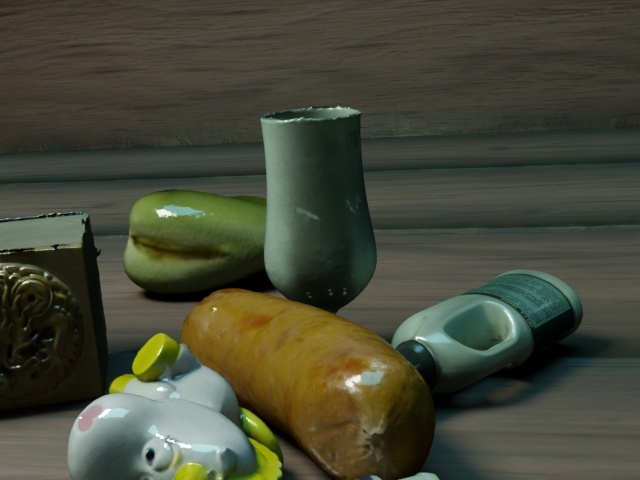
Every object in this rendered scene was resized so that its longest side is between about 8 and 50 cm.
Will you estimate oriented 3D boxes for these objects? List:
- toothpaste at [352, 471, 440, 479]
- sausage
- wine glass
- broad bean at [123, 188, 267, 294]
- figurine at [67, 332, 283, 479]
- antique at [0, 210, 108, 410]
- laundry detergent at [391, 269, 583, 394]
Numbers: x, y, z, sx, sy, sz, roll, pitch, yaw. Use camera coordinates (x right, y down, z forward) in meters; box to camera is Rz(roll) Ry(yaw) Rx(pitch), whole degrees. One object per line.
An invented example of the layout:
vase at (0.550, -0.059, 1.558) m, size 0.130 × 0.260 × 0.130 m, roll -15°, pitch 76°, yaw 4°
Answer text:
toothpaste at (-0.030, 0.173, 0.531) m, size 0.216 × 0.037 × 0.062 m, roll -13°, pitch 12°, yaw -12°
sausage at (-0.009, 0.103, 0.679) m, size 0.109 × 0.109 × 0.270 m, roll -12°, pitch 15°, yaw -28°
wine glass at (0.000, 0.000, 0.815) m, size 0.103 × 0.231 × 0.103 m, roll -3°, pitch 13°, yaw 1°
broad bean at (-0.114, -0.011, 1.131) m, size 0.189 × 0.121 × 0.263 m, roll 13°, pitch 19°, yaw 40°
figurine at (-0.085, 0.126, 0.574) m, size 0.129 × 0.109 × 0.178 m, roll 15°, pitch 1°, yaw 0°
antique at (-0.269, 0.061, 0.815) m, size 0.146 × 0.152 × 0.148 m, roll -7°, pitch 16°, yaw -8°
laundry detergent at (0.126, 0.083, 0.777) m, size 0.099 × 0.070 × 0.225 m, roll 17°, pitch 23°, yaw 40°
